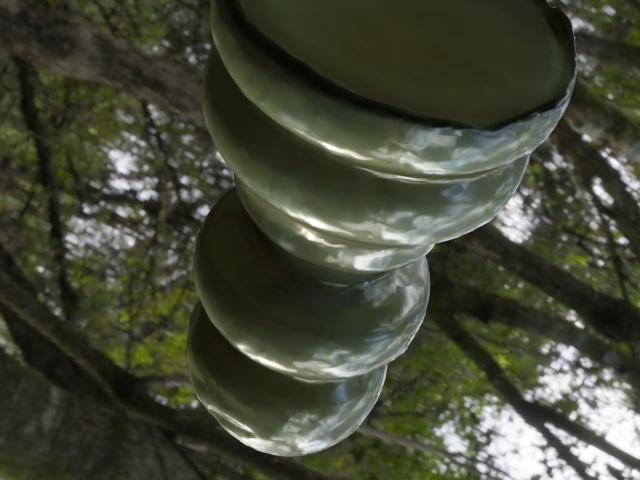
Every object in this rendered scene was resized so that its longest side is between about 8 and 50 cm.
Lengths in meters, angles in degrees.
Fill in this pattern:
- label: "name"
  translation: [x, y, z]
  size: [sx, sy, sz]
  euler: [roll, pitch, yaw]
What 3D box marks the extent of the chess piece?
- label: "chess piece"
  translation: [0.000, 0.000, 0.482]
  size: [0.133, 0.133, 0.243]
  euler: [-101, -158, -43]
